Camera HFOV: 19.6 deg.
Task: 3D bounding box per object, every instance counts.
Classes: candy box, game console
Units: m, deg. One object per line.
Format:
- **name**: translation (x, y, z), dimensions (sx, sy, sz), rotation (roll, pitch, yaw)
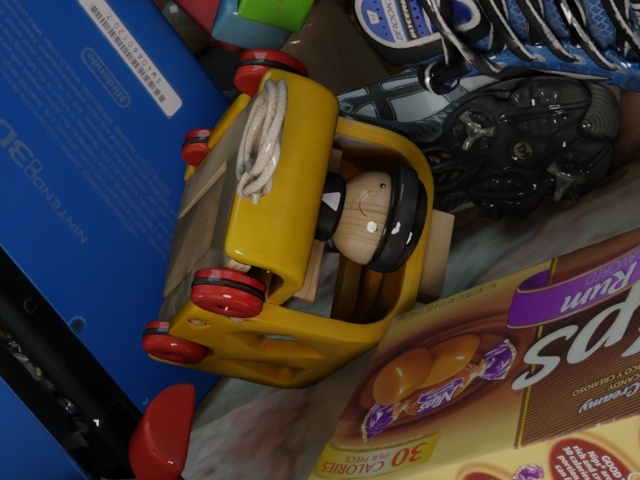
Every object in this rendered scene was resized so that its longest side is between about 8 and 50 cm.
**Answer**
- **candy box**: translation (0.090, 0.050, 0.611), dimensions (0.186, 0.053, 0.109), rotation (-23, 24, 38)
- **game console**: translation (-0.190, -0.018, 0.879), dimensions (0.173, 0.293, 0.250), rotation (-12, 32, 50)

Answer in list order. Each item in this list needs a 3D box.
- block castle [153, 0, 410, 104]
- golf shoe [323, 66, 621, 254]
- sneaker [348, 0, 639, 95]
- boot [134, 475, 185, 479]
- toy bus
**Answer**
- **block castle**: translation (-0.154, -0.096, 1.109), dimensions (0.453, 0.213, 0.303), rotation (-29, 22, 24)
- **golf shoe**: translation (0.047, -0.046, 0.854), dimensions (0.198, 0.077, 0.094), rotation (-4, 27, 26)
- **sneaker**: translation (0.093, -0.098, 0.733), dimensions (0.147, 0.130, 0.330), rotation (-25, 29, -15)
- **boot**: translation (-0.070, 0.156, 0.655), dimensions (0.264, 0.096, 0.280), rotation (-36, 9, 13)
- **toy bus**: translation (-0.002, -0.002, 0.733), dimensions (0.202, 0.104, 0.191), rotation (-98, 25, -59)
